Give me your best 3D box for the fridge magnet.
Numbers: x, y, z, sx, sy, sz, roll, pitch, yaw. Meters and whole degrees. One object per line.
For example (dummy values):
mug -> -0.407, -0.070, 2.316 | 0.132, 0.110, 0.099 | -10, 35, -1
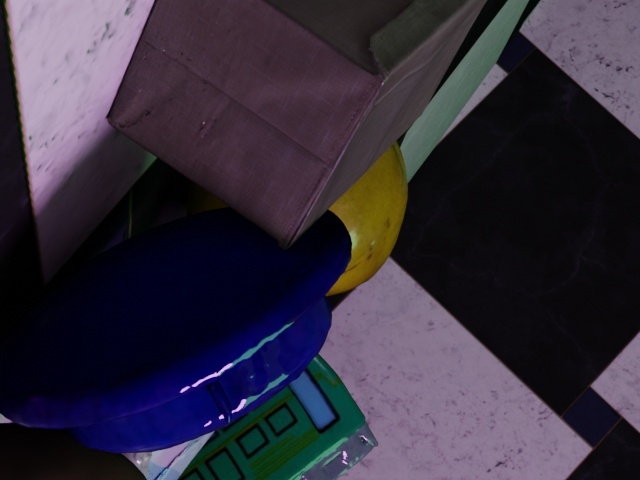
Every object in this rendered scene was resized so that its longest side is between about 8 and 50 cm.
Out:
fridge magnet -> -0.099, 0.053, 0.893 | 0.265, 0.113, 0.265 | -21, -161, 8

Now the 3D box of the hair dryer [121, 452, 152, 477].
hair dryer -> -0.114, 0.142, 1.022 | 0.075, 0.206, 0.237 | 34, 65, -50

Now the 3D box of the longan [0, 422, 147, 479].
longan -> -0.220, 0.225, 0.917 | 0.220, 0.196, 0.196 | -39, 172, -6

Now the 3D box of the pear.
pear -> -0.019, -0.039, 1.123 | 0.200, 0.200, 0.200 | -54, 174, -9

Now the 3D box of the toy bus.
toy bus -> -0.130, 0.234, 1.361 | 0.343, 0.199, 0.183 | -34, -173, -29

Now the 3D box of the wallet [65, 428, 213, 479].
wallet -> -0.167, 0.159, 1.180 | 0.250, 0.075, 0.176 | -51, 136, -18

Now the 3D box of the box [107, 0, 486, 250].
box -> -0.002, -0.135, 0.876 | 0.231, 0.149, 0.155 | -48, 170, -51
